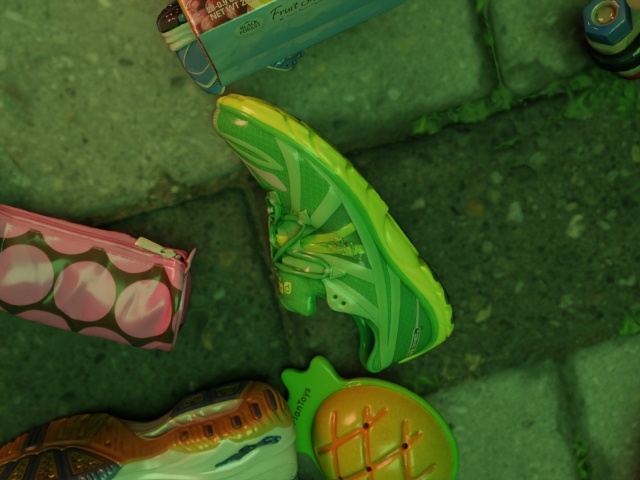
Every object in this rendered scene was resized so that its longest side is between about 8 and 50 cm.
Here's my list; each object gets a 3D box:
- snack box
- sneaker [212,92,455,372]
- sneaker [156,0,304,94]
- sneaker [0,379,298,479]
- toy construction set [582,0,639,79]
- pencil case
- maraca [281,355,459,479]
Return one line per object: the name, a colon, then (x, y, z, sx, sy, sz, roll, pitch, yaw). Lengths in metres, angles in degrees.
snack box: (-0.041, -0.242, 0.641, 0.174, 0.070, 0.207, -26, 62, -2)
sneaker: (0.000, 0.000, 0.731, 0.123, 0.109, 0.296, -40, 104, -2)
sneaker: (-0.028, -0.195, 0.714, 0.211, 0.080, 0.081, -22, 120, 1)
sneaker: (-0.163, 0.226, 0.757, 0.296, 0.112, 0.131, -11, 115, 1)
toy construction set: (0.398, -0.224, 0.701, 0.308, 0.257, 0.237, 22, 85, -32)
pencil case: (-0.213, 0.024, 0.719, 0.209, 0.095, 0.098, 14, 133, -11)
maraca: (0.038, 0.182, 0.783, 0.185, 0.099, 0.127, 26, 105, 11)
